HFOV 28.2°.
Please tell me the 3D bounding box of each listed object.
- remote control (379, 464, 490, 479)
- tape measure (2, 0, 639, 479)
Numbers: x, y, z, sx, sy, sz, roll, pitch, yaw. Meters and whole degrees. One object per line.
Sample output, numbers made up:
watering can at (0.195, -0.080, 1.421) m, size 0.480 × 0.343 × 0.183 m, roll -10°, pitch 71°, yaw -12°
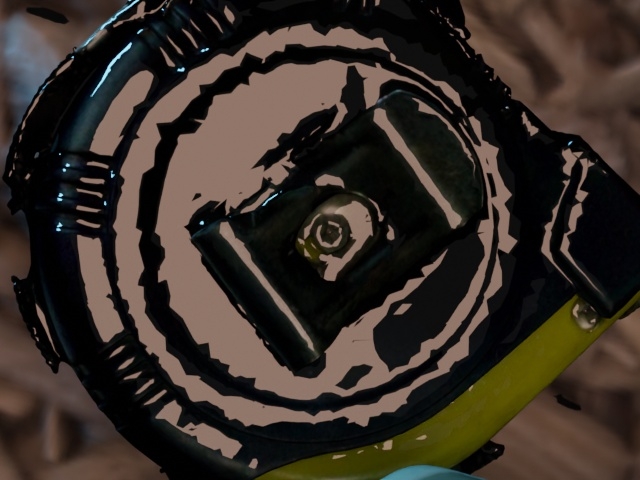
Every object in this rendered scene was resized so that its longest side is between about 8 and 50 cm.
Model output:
remote control at (0.124, 0.160, 0.390) m, size 0.335 × 0.065 × 0.128 m, roll 22°, pitch 85°, yaw -39°
tape measure at (0.000, 0.000, 0.414) m, size 0.186 × 0.112 × 0.199 m, roll -42°, pitch 96°, yaw -9°
